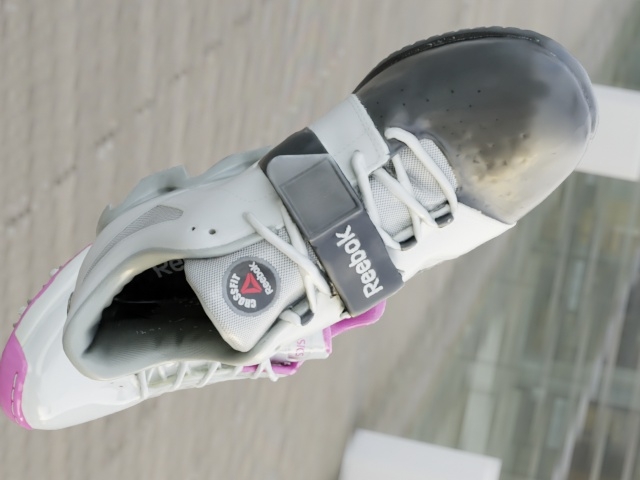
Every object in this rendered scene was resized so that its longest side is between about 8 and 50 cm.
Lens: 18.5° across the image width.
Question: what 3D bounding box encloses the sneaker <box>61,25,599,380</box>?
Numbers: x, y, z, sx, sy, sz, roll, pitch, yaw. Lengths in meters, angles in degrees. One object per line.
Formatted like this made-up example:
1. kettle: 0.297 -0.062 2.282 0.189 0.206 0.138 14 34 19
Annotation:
1. sneaker: 0.000 0.000 1.067 0.122 0.331 0.146 55 28 -18

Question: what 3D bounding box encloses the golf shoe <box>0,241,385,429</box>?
1. golf shoe: -0.076 0.049 1.307 0.306 0.140 0.115 -30 133 -43
